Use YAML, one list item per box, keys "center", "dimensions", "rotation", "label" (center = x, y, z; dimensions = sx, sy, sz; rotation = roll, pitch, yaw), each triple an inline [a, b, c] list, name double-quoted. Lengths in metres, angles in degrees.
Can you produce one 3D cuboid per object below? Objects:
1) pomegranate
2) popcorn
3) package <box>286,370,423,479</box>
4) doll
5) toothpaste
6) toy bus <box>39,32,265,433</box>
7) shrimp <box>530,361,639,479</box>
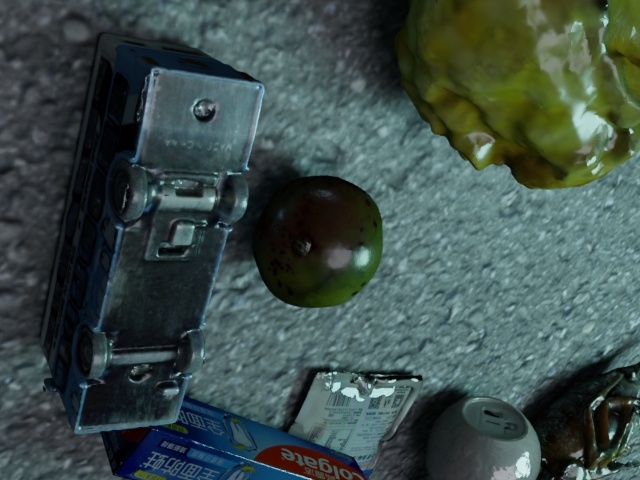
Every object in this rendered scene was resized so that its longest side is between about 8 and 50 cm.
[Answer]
- center: [-0.004, -0.001, 0.785]
  dimensions: [0.130, 0.130, 0.130]
  rotation: [-18, 127, -25]
  label: "pomegranate"
- center: [0.189, -0.182, 0.734]
  dimensions: [0.252, 0.215, 0.286]
  rotation: [-40, 130, 1]
  label: "popcorn"
- center: [0.028, 0.226, 1.007]
  dimensions: [0.171, 0.027, 0.173]
  rotation: [10, 115, -41]
  label: "package"
- center: [0.186, 0.339, 1.115]
  dimensions: [0.151, 0.151, 0.287]
  rotation: [-7, 124, -32]
  label: "doll"
- center: [-0.074, 0.231, 0.884]
  dimensions: [0.320, 0.076, 0.066]
  rotation: [29, 105, -38]
  label: "toothpaste"
- center: [-0.140, -0.003, 0.671]
  dimensions: [0.106, 0.131, 0.297]
  rotation: [1, 118, -36]
  label: "toy bus"
- center: [0.393, 0.278, 1.234]
  dimensions: [0.372, 0.137, 0.172]
  rotation: [-26, 154, -13]
  label: "shrimp"
